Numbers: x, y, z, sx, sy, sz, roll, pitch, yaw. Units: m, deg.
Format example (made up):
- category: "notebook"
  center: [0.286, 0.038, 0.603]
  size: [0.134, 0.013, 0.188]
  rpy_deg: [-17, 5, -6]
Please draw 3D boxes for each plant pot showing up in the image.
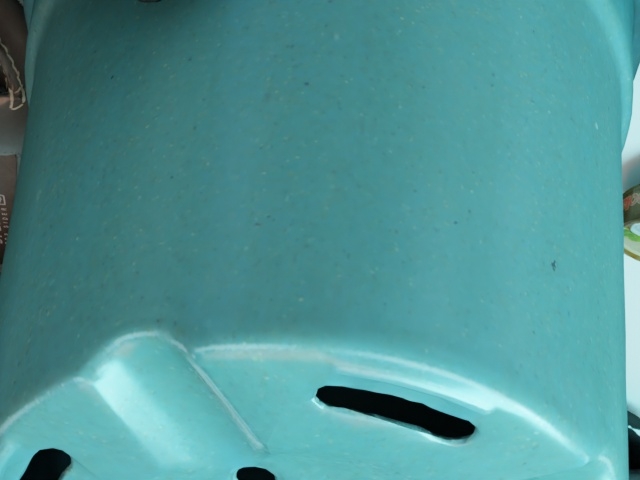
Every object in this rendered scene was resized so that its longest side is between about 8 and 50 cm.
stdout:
- category: "plant pot"
  center: [0.000, 0.000, 0.613]
  size: [0.341, 0.334, 0.341]
  rpy_deg: [2, 136, 2]

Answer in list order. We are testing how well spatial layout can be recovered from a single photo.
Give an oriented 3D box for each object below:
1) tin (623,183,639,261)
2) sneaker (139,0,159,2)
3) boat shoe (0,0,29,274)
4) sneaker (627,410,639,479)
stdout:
- category: "tin"
  center: [0.281, 0.002, 0.856]
  size: [0.190, 0.040, 0.106]
  rpy_deg: [16, 159, -14]
- category: "sneaker"
  center: [-0.163, -0.167, 0.517]
  size: [0.283, 0.124, 0.107]
  rpy_deg: [10, 159, 12]
- category: "boat shoe"
  center: [-0.222, -0.044, 0.839]
  size: [0.112, 0.095, 0.335]
  rpy_deg: [7, 146, -1]
- category: "sneaker"
  center: [0.078, 0.197, 1.125]
  size: [0.447, 0.169, 0.257]
  rpy_deg: [-1, 137, -3]
